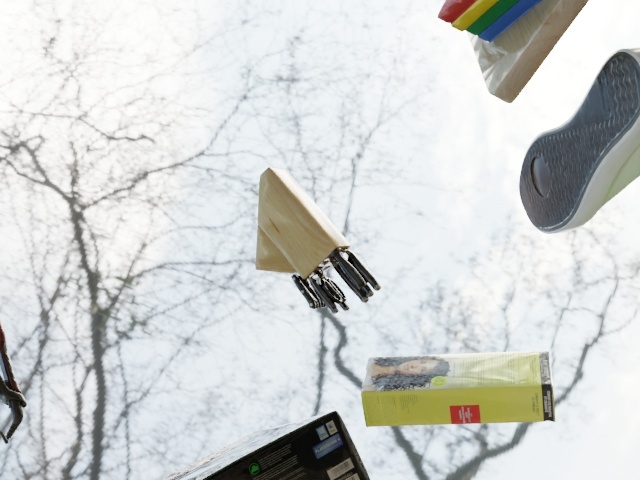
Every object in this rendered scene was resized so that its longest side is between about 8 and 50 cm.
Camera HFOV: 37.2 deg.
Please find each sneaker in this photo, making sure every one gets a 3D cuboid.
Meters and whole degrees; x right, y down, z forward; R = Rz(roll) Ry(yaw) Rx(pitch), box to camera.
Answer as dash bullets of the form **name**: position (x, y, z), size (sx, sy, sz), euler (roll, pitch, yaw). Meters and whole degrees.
- **sneaker**: position (0.297, -0.089, 0.939), size (0.123, 0.290, 0.105), euler (-11, -109, -17)

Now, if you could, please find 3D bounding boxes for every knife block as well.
- **knife block**: position (0.000, 0.000, 1.842), size (0.088, 0.242, 0.275), euler (1, -88, -69)

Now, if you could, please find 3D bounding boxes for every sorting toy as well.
- **sorting toy**: position (0.192, -0.306, 0.895), size (0.089, 0.257, 0.255), euler (22, -56, -19)

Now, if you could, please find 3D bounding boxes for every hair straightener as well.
- **hair straightener**: position (-0.437, 0.154, 1.201), size (0.089, 0.230, 0.047), euler (-6, -31, -36)

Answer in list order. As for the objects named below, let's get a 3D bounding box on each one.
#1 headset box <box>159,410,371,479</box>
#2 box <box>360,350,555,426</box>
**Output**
- **headset box**: position (-0.109, 0.354, 1.296), size (0.246, 0.283, 0.131), euler (-22, -95, -31)
- **box**: position (0.171, 0.185, 1.187), size (0.087, 0.232, 0.058), euler (-72, -24, -63)
